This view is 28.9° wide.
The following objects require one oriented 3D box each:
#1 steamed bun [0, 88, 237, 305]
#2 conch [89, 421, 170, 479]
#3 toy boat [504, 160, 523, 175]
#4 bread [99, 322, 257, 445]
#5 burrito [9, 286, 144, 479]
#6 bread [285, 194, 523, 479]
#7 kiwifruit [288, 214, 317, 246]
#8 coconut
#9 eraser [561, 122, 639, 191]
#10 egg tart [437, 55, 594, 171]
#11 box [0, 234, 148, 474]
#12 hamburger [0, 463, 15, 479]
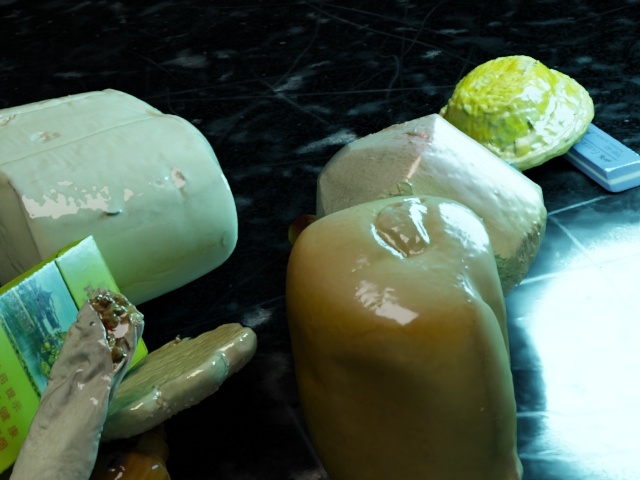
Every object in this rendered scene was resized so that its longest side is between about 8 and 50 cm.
[{"bbox_3d":[-0.356,-0.046,1.952,0.371,0.290,0.456,-18,34,-26],"label":"steamed bun"},{"bbox_3d":[-0.265,0.329,1.509,0.109,0.093,0.330,12,37,17],"label":"conch"},{"bbox_3d":[0.263,-0.072,2.076,0.185,0.077,0.075,-28,37,-14],"label":"toy boat"},{"bbox_3d":[-0.219,0.193,1.647,0.316,0.054,0.316,-24,9,4],"label":"bread"},{"bbox_3d":[-0.303,0.245,1.469,0.117,0.076,0.392,10,75,46],"label":"burrito"},{"bbox_3d":[0.096,0.138,1.470,0.252,0.376,0.348,-7,33,3],"label":"bread"},{"bbox_3d":[0.000,0.000,2.000,0.075,0.075,0.124,-30,34,-32],"label":"kiwifruit"},{"bbox_3d":[0.137,-0.023,1.773,0.309,0.297,0.297,29,36,-4],"label":"coconut"},{"bbox_3d":[0.481,-0.153,2.176,0.081,0.036,0.225,-16,32,-16],"label":"eraser"},{"bbox_3d":[0.326,-0.235,2.216,0.318,0.128,0.319,-18,31,11],"label":"egg tart"},{"bbox_3d":[-0.361,0.142,1.580,0.047,0.187,0.335,-17,14,33],"label":"box"},{"bbox_3d":[-0.505,0.219,1.607,0.276,0.237,0.276,-4,31,2],"label":"hamburger"}]
